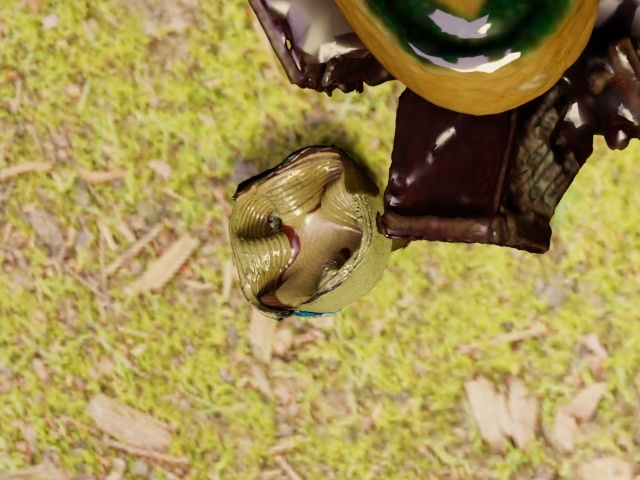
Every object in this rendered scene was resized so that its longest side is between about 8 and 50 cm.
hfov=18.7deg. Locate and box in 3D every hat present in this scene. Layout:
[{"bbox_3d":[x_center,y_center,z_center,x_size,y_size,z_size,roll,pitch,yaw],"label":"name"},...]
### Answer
[{"bbox_3d":[0.000,-0.001,0.933,0.077,0.059,0.076,-27,64,23],"label":"hat"}]

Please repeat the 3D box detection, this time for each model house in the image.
[{"bbox_3d":[0.060,-0.092,0.800,0.141,0.164,0.203,-27,100,38],"label":"model house"}]

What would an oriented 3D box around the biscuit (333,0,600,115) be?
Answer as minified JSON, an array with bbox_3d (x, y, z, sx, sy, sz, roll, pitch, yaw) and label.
[{"bbox_3d":[0.068,-0.191,0.712,0.344,0.057,0.287,14,79,12],"label":"biscuit"}]
